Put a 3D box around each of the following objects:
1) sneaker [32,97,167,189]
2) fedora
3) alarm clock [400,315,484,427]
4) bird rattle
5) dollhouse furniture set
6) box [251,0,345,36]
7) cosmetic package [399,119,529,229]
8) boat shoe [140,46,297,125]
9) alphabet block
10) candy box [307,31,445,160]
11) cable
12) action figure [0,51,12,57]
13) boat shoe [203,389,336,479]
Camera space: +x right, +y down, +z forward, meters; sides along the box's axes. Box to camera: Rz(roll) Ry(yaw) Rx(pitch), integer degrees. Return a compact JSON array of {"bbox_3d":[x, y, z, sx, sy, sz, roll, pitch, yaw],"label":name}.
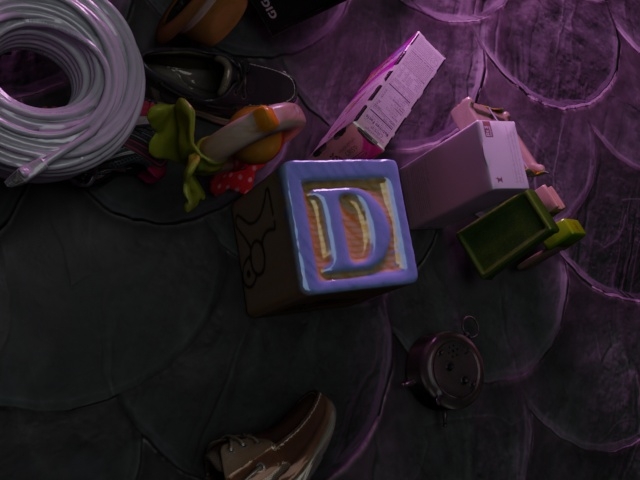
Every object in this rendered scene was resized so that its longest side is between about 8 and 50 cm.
[{"bbox_3d":[-0.343,-0.117,0.984,0.299,0.121,0.112,-13,89,-29],"label":"sneaker"},{"bbox_3d":[-0.167,-0.353,1.118,0.079,0.194,0.194,40,61,-27],"label":"fedora"},{"bbox_3d":[0.220,0.201,1.233,0.129,0.064,0.192,43,57,-11],"label":"alarm clock"},{"bbox_3d":[-0.109,-0.124,1.029,0.253,0.206,0.143,-1,69,-66],"label":"bird rattle"},{"bbox_3d":[0.321,-0.096,1.363,0.197,0.151,0.302,2,56,-53],"label":"dollhouse furniture set"},{"bbox_3d":[-0.046,-0.509,1.119,0.322,0.257,0.079,57,31,-28],"label":"box"},{"bbox_3d":[0.230,-0.102,1.222,0.085,0.231,0.118,-3,78,-29],"label":"cosmetic package"},{"bbox_3d":[-0.156,-0.240,1.133,0.285,0.092,0.103,2,76,-27],"label":"boat shoe"},{"bbox_3d":[0.000,0.000,1.090,0.193,0.197,0.193,-2,78,-29],"label":"alphabet block"},{"bbox_3d":[0.094,-0.218,1.224,0.071,0.159,0.233,41,62,-11],"label":"candy box"},{"bbox_3d":[-0.340,-0.195,0.884,0.257,0.089,0.257,-26,88,-33],"label":"cable"},{"bbox_3d":[-0.474,-0.316,0.938,0.330,0.178,0.342,8,74,-23],"label":"action figure"},{"bbox_3d":[-0.101,0.314,0.994,0.116,0.123,0.324,48,58,-6],"label":"boat shoe"}]
